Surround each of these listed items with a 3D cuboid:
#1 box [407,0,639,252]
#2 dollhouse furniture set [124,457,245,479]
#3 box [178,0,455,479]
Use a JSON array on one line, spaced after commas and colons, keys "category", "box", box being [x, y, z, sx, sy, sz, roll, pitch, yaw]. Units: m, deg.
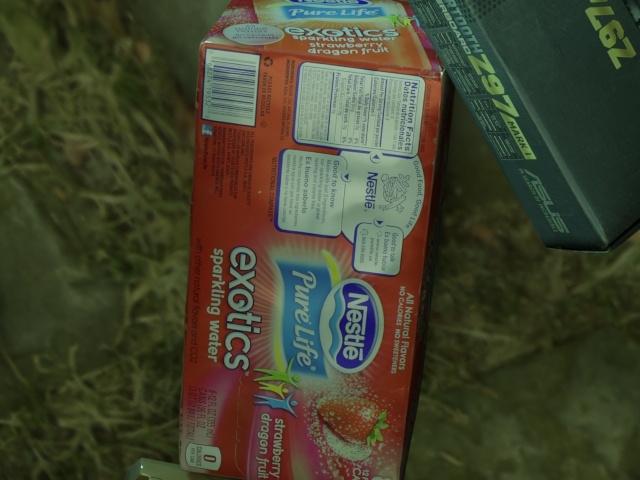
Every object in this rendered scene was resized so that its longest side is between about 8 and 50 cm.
[{"category": "box", "box": [0.135, -0.138, 0.857, 0.183, 0.059, 0.233, -37, 107, -21]}, {"category": "dollhouse furniture set", "box": [-0.095, 0.269, 1.109, 0.303, 0.174, 0.355, 14, 158, -15]}, {"category": "box", "box": [0.000, 0.000, 0.959, 0.128, 0.122, 0.257, 7, 114, 7]}]
